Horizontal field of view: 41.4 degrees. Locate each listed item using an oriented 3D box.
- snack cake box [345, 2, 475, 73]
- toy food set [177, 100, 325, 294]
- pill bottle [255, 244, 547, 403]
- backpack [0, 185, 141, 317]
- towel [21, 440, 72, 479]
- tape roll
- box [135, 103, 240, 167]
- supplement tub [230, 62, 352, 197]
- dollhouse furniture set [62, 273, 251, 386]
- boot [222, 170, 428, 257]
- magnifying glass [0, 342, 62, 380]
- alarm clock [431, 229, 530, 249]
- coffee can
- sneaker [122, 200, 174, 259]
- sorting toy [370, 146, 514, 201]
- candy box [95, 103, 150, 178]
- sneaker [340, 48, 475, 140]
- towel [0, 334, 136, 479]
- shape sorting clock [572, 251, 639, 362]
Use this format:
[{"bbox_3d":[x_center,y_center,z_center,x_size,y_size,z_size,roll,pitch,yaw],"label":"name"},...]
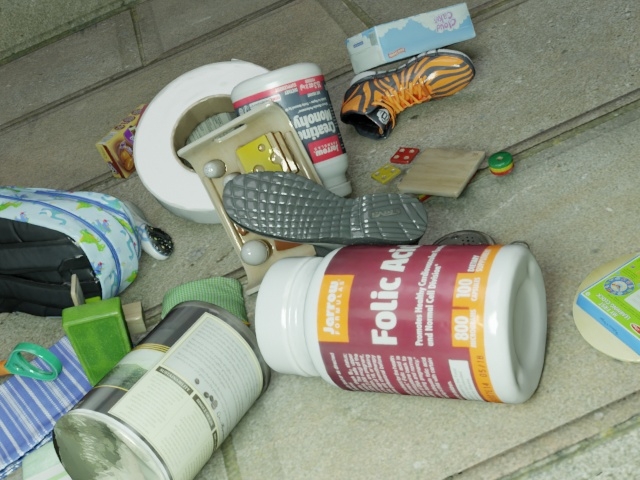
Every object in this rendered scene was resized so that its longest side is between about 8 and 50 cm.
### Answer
[{"bbox_3d":[0.213,-0.480,2.013,0.264,0.089,0.152,-21,8,-25],"label":"snack cake box"},{"bbox_3d":[-0.112,-0.077,1.581,0.220,0.306,0.092,-26,0,18],"label":"toy food set"},{"bbox_3d":[0.116,0.116,1.258,0.392,0.224,0.224,-1,41,29],"label":"pill bottle"},{"bbox_3d":[-0.542,0.022,1.720,0.356,0.290,0.273,9,29,39],"label":"backpack"},{"bbox_3d":[-0.350,0.396,1.324,0.248,0.038,0.325,-28,35,-5],"label":"towel"},{"bbox_3d":[-0.226,-0.225,1.894,0.392,0.072,0.392,-5,64,11],"label":"tape roll"},{"bbox_3d":[-0.315,-0.278,2.093,0.232,0.148,0.127,-15,35,11],"label":"box"},{"bbox_3d":[-0.054,-0.202,1.696,0.191,0.272,0.191,-17,7,2],"label":"supplement tub"},{"bbox_3d":[-0.287,0.111,1.516,0.302,0.151,0.197,-13,35,-5],"label":"dollhouse furniture set"},{"bbox_3d":[0.000,0.000,1.419,0.338,0.222,0.118,12,64,-1],"label":"boot"},{"bbox_3d":[-0.567,0.234,1.584,0.231,0.092,0.026,-13,38,39],"label":"magnifying glass"},{"bbox_3d":[0.258,0.032,1.435,0.192,0.064,0.129,-14,36,8],"label":"alarm clock"},{"bbox_3d":[-0.228,0.247,1.262,0.202,0.201,0.275,1,31,31],"label":"coffee can"},{"bbox_3d":[-0.395,-0.008,1.858,0.086,0.085,0.237,-55,42,2],"label":"sneaker"},{"bbox_3d":[0.234,-0.123,1.661,0.274,0.046,0.132,8,46,37],"label":"sorting toy"},{"bbox_3d":[-0.485,-0.260,2.204,0.053,0.109,0.186,8,46,37],"label":"candy box"},{"bbox_3d":[0.186,-0.310,1.892,0.321,0.124,0.180,-12,39,34],"label":"sneaker"},{"bbox_3d":[-0.506,0.277,1.571,0.336,0.040,0.243,-39,37,-20],"label":"towel"},{"bbox_3d":[0.475,0.095,1.238,0.206,0.040,0.206,-14,40,12],"label":"shape sorting clock"}]
